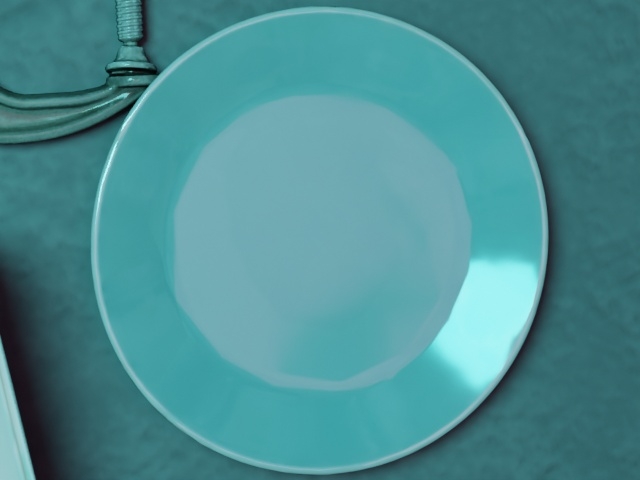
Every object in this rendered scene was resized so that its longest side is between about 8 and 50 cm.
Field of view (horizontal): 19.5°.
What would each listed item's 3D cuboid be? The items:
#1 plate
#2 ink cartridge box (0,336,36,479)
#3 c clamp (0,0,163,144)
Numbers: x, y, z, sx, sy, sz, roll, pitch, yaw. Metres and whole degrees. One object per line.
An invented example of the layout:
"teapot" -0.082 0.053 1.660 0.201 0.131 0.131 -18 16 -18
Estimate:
"plate" 0.000 0.000 0.752 0.188 0.024 0.188 -1 96 -12
"ink cartridge box" -0.211 0.087 0.685 0.203 0.086 0.148 -13 96 -11
"c clamp" -0.095 -0.116 0.726 0.137 0.022 0.160 2 93 -12
